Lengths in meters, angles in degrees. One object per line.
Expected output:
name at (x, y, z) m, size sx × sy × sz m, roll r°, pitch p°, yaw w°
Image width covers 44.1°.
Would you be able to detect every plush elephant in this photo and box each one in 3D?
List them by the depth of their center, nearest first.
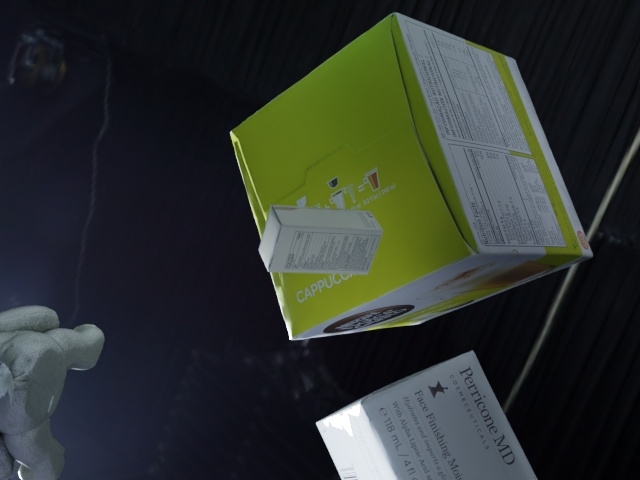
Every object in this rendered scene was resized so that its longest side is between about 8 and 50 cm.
plush elephant at (-0.526, 0.210, 1.184) m, size 0.255 × 0.272 × 0.330 m, roll 9°, pitch 163°, yaw 11°

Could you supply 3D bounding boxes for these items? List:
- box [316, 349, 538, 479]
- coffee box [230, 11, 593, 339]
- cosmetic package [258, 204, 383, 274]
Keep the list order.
box at (0.101, 0.218, 0.736) m, size 0.119 × 0.181 × 0.182 m, roll -22°, pitch 168°, yaw -20°
coffee box at (0.127, -0.071, 1.163) m, size 0.337 × 0.338 × 0.334 m, roll -29°, pitch 161°, yaw 38°
cosmetic package at (0.000, 0.000, 0.812) m, size 0.115 × 0.060 × 0.041 m, roll 4°, pitch -148°, yaw -25°
